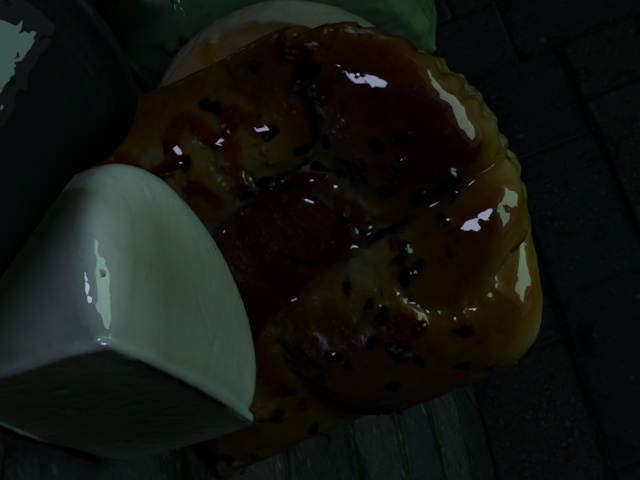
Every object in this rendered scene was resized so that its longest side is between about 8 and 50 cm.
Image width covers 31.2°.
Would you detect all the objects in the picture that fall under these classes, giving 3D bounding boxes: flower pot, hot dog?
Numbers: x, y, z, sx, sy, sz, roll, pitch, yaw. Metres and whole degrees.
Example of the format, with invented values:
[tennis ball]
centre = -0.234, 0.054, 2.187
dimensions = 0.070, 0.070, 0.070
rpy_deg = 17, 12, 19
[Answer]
[flower pot]
centre = -0.223, -0.045, 0.574
dimensions = 0.235, 0.235, 0.148
rpy_deg = 54, 38, -48
[hot dog]
centre = 0.000, 0.000, 1.003
dimensions = 0.367, 0.365, 0.196
rpy_deg = 64, 17, -12

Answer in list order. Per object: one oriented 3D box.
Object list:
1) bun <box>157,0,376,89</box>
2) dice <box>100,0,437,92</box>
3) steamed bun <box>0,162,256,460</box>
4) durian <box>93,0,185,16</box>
[bun]
centre = -0.022, -0.096, 1.162
dimensions = 0.299, 0.299, 0.165
rpy_deg = 67, 19, -9
[dice]
centre = -0.066, -0.317, 1.335
dimensions = 0.318, 0.330, 0.322
rpy_deg = 33, 38, -61
[steamed bun]
centre = -0.150, 0.046, 0.797
dimensions = 0.242, 0.146, 0.164
rpy_deg = 42, 32, -59
[durian]
centre = -0.218, -0.382, 1.136
dimensions = 0.158, 0.169, 0.352
rpy_deg = 69, 20, -57
